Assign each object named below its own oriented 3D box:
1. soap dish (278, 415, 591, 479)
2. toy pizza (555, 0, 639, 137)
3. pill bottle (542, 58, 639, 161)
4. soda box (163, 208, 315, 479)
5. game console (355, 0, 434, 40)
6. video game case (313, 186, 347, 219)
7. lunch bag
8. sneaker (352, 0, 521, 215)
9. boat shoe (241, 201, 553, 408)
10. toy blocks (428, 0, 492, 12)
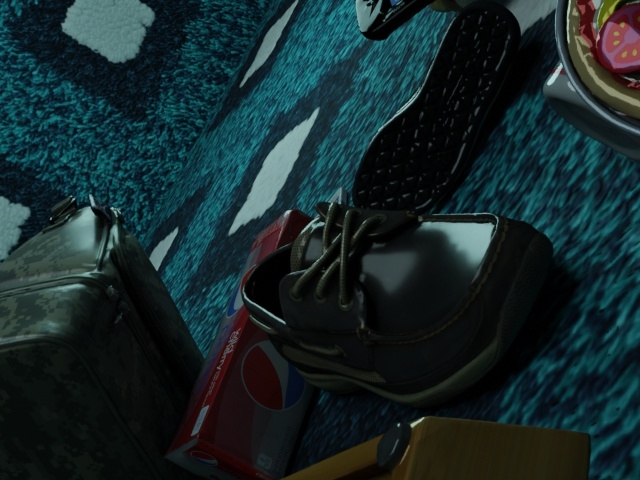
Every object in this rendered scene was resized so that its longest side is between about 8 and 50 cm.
[{"bbox_3d":[0.006,0.222,0.523,0.291,0.118,0.229,-39,24,52],"label":"soap dish"},{"bbox_3d":[0.218,-0.144,0.543,0.201,0.032,0.201,-16,59,28],"label":"toy pizza"},{"bbox_3d":[0.214,-0.134,0.623,0.160,0.087,0.087,-57,16,3],"label":"pill bottle"},{"bbox_3d":[-0.048,0.101,0.963,0.083,0.092,0.263,-38,25,52],"label":"soda box"},{"bbox_3d":[0.179,-0.323,1.032,0.361,0.044,0.213,-35,27,25],"label":"game console"},{"bbox_3d":[0.000,0.000,1.162,0.087,0.011,0.122,-50,17,27],"label":"video game case"},{"bbox_3d":[-0.225,0.138,1.026,0.212,0.305,0.256,-17,27,19],"label":"lunch bag"},{"bbox_3d":[0.116,-0.111,0.945,0.235,0.084,0.097,-56,-8,4],"label":"sneaker"},{"bbox_3d":[0.030,0.044,0.765,0.355,0.130,0.132,-27,34,62],"label":"boat shoe"},{"bbox_3d":[0.179,-0.309,1.125,0.123,0.054,0.148,-56,17,2],"label":"toy blocks"}]
